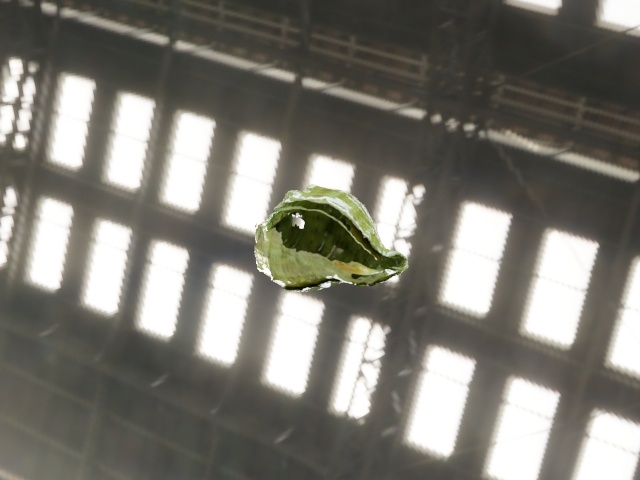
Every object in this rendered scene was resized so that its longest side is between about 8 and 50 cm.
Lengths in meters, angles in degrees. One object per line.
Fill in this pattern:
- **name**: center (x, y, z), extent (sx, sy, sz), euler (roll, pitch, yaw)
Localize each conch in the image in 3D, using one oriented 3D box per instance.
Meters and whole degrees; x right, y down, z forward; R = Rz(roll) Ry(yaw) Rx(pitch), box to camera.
- **conch**: center (0.000, 0.000, 0.912), extent (0.121, 0.089, 0.074), euler (15, -103, 36)
